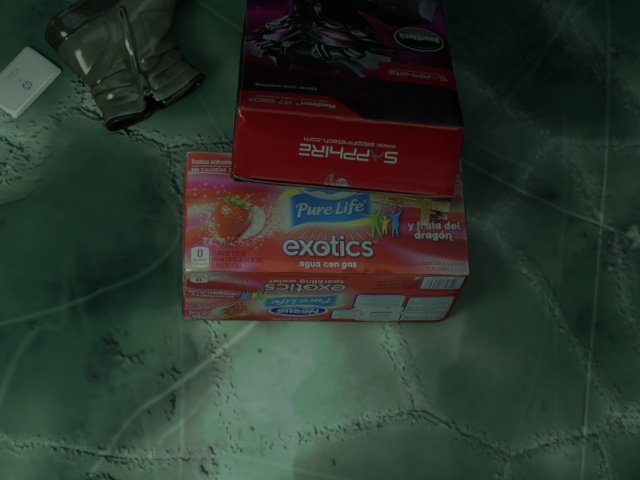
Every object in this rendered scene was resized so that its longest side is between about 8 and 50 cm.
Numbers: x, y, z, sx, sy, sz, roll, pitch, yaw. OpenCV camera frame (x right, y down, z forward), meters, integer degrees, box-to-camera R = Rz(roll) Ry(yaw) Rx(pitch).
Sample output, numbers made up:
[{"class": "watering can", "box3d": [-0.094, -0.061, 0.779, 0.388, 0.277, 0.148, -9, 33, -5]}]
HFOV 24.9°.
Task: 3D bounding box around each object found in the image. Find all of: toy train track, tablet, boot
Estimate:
[{"class": "toy train track", "box3d": [0.093, -0.038, 1.510, 0.083, 0.014, 0.048, 9, 73, 4]}, {"class": "tablet", "box3d": [-0.348, -0.184, 1.688, 0.054, 0.006, 0.083, 36, 69, 8]}, {"class": "boot", "box3d": [-0.185, -0.241, 1.701, 0.246, 0.083, 0.161, -37, 83, -13]}]

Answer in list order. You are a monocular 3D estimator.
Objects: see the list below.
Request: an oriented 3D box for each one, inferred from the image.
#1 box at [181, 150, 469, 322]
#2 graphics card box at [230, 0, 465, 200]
[{"class": "box", "box3d": [0.000, 0.000, 1.573, 0.300, 0.154, 0.142, 1, 66, -5]}, {"class": "graphics card box", "box3d": [0.025, -0.185, 1.589, 0.233, 0.094, 0.371, 5, 33, -3]}]
